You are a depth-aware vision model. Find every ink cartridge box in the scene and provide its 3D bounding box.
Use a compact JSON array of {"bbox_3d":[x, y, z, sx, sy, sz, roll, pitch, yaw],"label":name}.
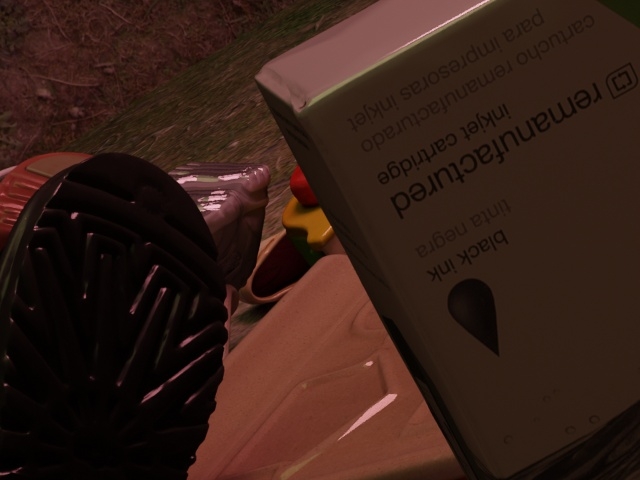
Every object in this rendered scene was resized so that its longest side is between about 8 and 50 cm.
[{"bbox_3d":[0.129,0.014,0.635,0.198,0.273,0.115,-30,15,-3],"label":"ink cartridge box"}]

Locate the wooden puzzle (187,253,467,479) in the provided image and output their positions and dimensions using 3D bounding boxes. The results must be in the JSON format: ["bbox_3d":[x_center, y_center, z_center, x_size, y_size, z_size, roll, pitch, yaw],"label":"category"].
[{"bbox_3d":[0.096,0.068,0.955,0.348,0.080,0.322,-14,19,33],"label":"wooden puzzle"}]

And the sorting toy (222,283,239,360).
[{"bbox_3d":[-0.130,0.124,1.142,0.193,0.038,0.208,-47,10,13],"label":"sorting toy"}]

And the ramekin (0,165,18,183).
[{"bbox_3d":[-0.250,0.049,1.479,0.109,0.207,0.207,-30,9,41],"label":"ramekin"}]

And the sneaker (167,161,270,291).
[{"bbox_3d":[-0.095,0.018,1.247,0.105,0.115,0.281,1,13,20],"label":"sneaker"}]

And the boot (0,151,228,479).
[{"bbox_3d":[-0.198,0.131,0.910,0.260,0.131,0.348,-14,55,45],"label":"boot"}]

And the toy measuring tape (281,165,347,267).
[{"bbox_3d":[-0.006,0.019,1.304,0.121,0.121,0.330,-11,33,54],"label":"toy measuring tape"}]

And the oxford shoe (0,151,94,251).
[{"bbox_3d":[-0.220,0.101,1.255,0.140,0.146,0.397,14,39,7],"label":"oxford shoe"}]

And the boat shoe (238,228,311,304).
[{"bbox_3d":[0.000,0.000,1.450,0.170,0.063,0.059,-40,17,-6],"label":"boat shoe"}]
